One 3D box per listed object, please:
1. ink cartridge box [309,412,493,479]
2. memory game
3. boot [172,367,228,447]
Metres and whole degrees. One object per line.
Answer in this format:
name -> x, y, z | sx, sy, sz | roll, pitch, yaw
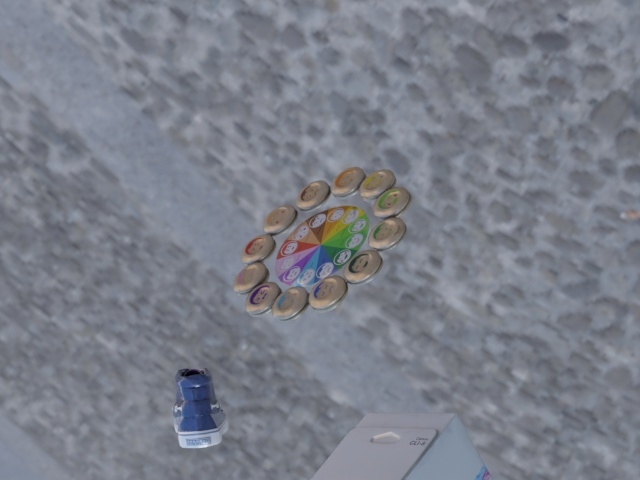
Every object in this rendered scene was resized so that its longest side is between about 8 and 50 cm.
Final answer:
ink cartridge box -> 0.092, 0.271, 1.277 | 0.128, 0.127, 0.176 | -9, 116, 47
memory game -> 0.000, 0.000, 1.182 | 0.186, 0.186, 0.012 | 1, 139, 44
boot -> -0.146, 0.193, 1.588 | 0.069, 0.086, 0.190 | -5, -179, -8
